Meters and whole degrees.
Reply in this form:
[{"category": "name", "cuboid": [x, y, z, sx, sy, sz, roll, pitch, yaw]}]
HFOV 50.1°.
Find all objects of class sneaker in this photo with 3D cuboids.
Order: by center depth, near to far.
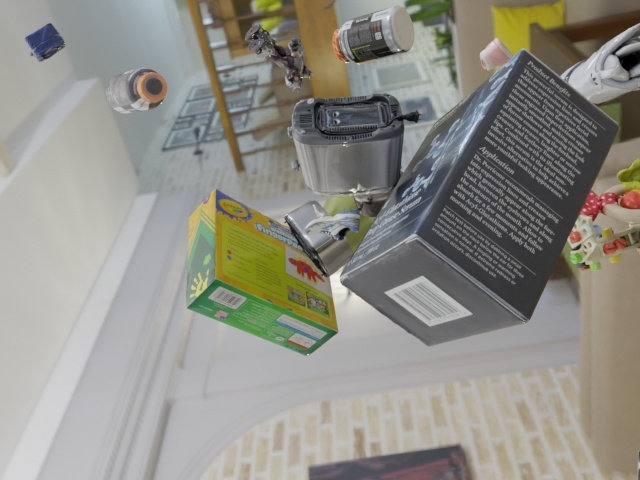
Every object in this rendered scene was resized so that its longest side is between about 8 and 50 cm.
[{"category": "sneaker", "cuboid": [0.026, -0.026, 1.493, 0.052, 0.135, 0.058, 8, -110, -58]}, {"category": "sneaker", "cuboid": [0.737, -0.418, 1.563, 0.137, 0.366, 0.210, 62, 168, -1]}, {"category": "sneaker", "cuboid": [0.433, -0.446, 1.679, 0.134, 0.070, 0.051, 10, -134, -56]}]

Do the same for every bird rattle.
[{"category": "bird rattle", "cuboid": [0.816, -0.114, 1.832, 0.207, 0.254, 0.143, 40, 142, 54]}]

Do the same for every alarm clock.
[{"category": "alarm clock", "cuboid": [0.144, -0.124, 1.559, 0.192, 0.129, 0.064, -59, -42, -46]}]

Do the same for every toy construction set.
[{"category": "toy construction set", "cuboid": [0.812, 0.004, 1.874, 0.215, 0.328, 0.151, 163, 104, -75]}]

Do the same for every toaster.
[{"category": "toaster", "cuboid": [0.059, -0.166, 1.199, 0.146, 0.227, 0.129, 84, -179, -47]}, {"category": "toaster", "cuboid": [0.000, 0.000, 1.907, 0.185, 0.110, 0.168, 50, 174, 33]}]

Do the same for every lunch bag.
[{"category": "lunch bag", "cuboid": [-0.737, -0.524, 1.832, 0.065, 0.098, 0.067, 52, 167, -3]}]

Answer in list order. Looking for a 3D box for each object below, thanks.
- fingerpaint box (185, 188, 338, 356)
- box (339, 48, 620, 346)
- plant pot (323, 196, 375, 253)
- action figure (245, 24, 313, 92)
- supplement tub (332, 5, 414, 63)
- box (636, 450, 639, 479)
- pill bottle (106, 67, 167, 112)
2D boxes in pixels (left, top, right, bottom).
[{"category": "fingerpaint box", "cuboid": [-0.181, 0.103, 2.082, 0.445, 0.163, 0.371, 27, -144, -32]}, {"category": "box", "cuboid": [0.254, -0.058, 1.125, 0.395, 0.212, 0.293, -56, 8, -24]}, {"category": "plant pot", "cuboid": [0.122, -0.089, 2.141, 0.275, 0.293, 0.275, 39, -164, -13]}, {"category": "action figure", "cuboid": [-0.123, -0.619, 2.327, 0.285, 0.099, 0.185, 22, -125, -43]}, {"category": "supplement tub", "cuboid": [0.132, -0.518, 1.742, 0.117, 0.190, 0.117, 6, -97, -52]}, {"category": "box", "cuboid": [0.428, 0.309, 0.816, 0.027, 0.094, 0.137, -62, -35, -45]}, {"category": "pill bottle", "cuboid": [-0.570, -0.470, 2.144, 0.246, 0.130, 0.130, 9, 114, 53]}]
